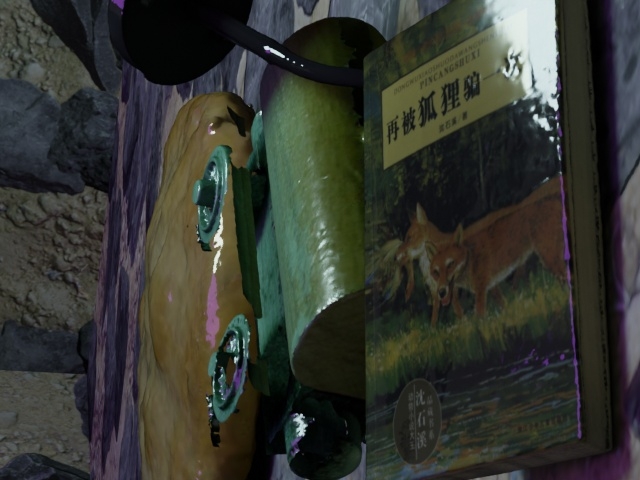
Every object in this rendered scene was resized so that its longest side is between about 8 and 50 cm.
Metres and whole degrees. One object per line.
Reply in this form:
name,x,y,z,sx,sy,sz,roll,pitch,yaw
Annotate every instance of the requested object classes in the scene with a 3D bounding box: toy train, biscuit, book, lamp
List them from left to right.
biscuit,-0.119,0.080,1.673,0.429,0.104,0.446,-101,18,-54
lamp,-0.027,-0.113,1.015,0.130,0.108,0.371,-64,29,9
toy train,-0.007,-0.002,1.088,0.307,0.126,0.189,-97,16,-46
book,0.071,-0.005,0.815,0.160,0.024,0.228,-23,62,53
